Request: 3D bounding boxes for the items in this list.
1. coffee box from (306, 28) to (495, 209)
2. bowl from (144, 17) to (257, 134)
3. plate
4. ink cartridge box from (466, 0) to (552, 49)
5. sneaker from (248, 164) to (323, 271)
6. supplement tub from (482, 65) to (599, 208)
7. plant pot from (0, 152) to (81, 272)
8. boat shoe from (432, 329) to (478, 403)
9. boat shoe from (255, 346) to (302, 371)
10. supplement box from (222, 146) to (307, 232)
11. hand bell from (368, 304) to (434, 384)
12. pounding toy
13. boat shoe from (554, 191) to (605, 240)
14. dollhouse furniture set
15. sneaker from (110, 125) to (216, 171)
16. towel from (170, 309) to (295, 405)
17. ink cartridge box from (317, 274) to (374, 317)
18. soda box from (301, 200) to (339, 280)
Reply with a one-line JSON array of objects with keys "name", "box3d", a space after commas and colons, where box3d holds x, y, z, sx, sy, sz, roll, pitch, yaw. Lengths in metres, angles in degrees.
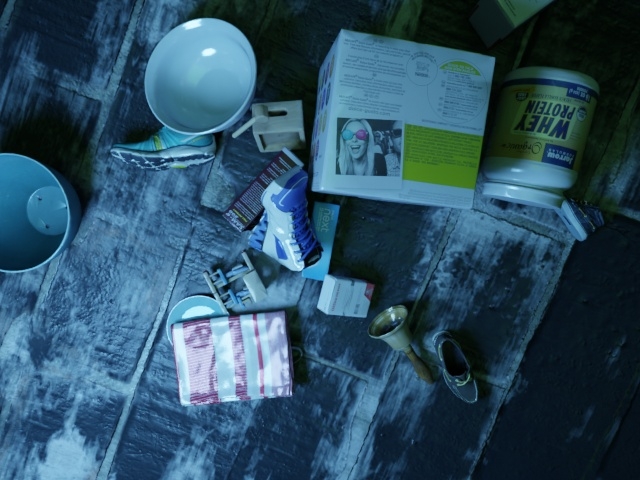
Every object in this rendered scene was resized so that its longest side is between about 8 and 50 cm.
[{"name": "coffee box", "box3d": [0.163, -0.262, 1.194, 0.339, 0.337, 0.334, 6, 95, -8]}, {"name": "bowl", "box3d": [-0.283, -0.398, 1.293, 0.298, 0.134, 0.297, -1, 85, 13]}, {"name": "plate", "box3d": [-0.340, 0.246, 1.427, 0.188, 0.024, 0.188, 0, 96, 0]}, {"name": "ink cartridge box", "box3d": [0.529, -0.623, 1.247, 0.273, 0.197, 0.114, -35, 94, 3]}, {"name": "sneaker", "box3d": [-0.061, -0.031, 1.265, 0.182, 0.315, 0.127, 41, 53, 11]}, {"name": "supplement tub", "box3d": [0.542, -0.250, 1.268, 0.229, 0.228, 0.316, 12, 95, 0]}, {"name": "plant pot", "box3d": [-0.752, -0.074, 1.314, 0.291, 0.195, 0.290, 0, 95, 0]}, {"name": "boat shoe", "box3d": [0.381, 0.363, 1.407, 0.081, 0.068, 0.227, -28, 94, 3]}, {"name": "boat shoe", "box3d": [-0.118, 0.342, 1.424, 0.142, 0.040, 0.049, -19, 95, 3]}, {"name": "supplement box", "box3d": [-0.142, -0.131, 1.335, 0.073, 0.130, 0.239, 43, 94, 0]}, {"name": "hand bell", "box3d": [0.249, 0.311, 1.399, 0.126, 0.126, 0.242, -35, 105, 4]}, {"name": "pounding toy", "box3d": [-0.133, -0.307, 1.275, 0.181, 0.206, 0.094, -4, 77, 1]}, {"name": "boat shoe", "box3d": [0.691, -0.093, 1.367, 0.083, 0.065, 0.183, -37, 100, 1]}, {"name": "dollhouse furniture set", "box3d": [-0.226, 0.110, 1.322, 0.129, 0.184, 0.128, -28, 94, -8]}, {"name": "sneaker", "box3d": [-0.419, -0.253, 1.358, 0.276, 0.107, 0.109, -5, 76, -4]}, {"name": "towel", "box3d": [-0.242, 0.327, 1.391, 0.329, 0.037, 0.236, -7, 90, 3]}, {"name": "ink cartridge box", "box3d": [0.069, 0.150, 1.366, 0.135, 0.056, 0.099, 11, 96, -34]}, {"name": "soda box", "box3d": [0.000, 0.000, 1.378, 0.071, 0.067, 0.209, 10, 95, 0]}]
